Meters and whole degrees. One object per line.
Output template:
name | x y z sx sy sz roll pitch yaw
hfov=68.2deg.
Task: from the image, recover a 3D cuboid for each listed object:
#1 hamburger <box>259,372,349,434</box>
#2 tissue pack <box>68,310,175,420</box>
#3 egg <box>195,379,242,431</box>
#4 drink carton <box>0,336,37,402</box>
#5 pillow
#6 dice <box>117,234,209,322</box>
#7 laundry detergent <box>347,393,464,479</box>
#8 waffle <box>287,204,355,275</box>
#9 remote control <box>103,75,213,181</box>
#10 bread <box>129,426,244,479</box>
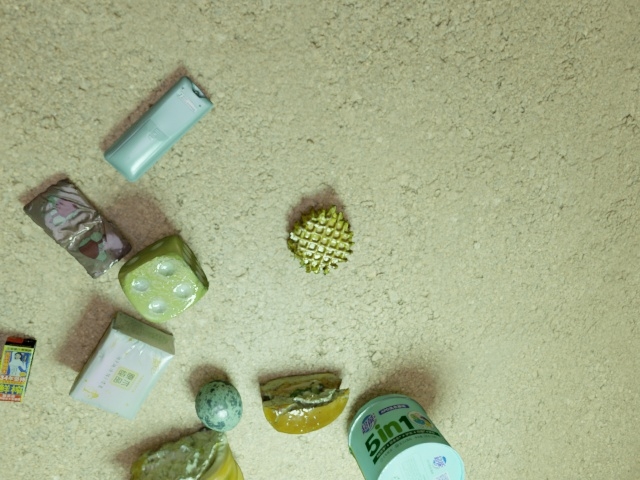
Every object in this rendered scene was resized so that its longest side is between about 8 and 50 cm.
hamburger | -0.046 0.517 1.464 0.283 0.144 0.156 -3 106 -17
tissue pack | -0.535 0.342 1.292 0.185 0.124 0.225 31 96 -23
egg | -0.295 0.491 1.396 0.132 0.132 0.172 -27 122 -6
drink carton | -0.810 0.342 1.255 0.071 0.056 0.165 14 101 -26
pillow | -0.613 -0.031 1.207 0.135 0.049 0.248 -41 107 -2
dice | -0.405 0.097 1.234 0.169 0.169 0.166 -31 111 -4
laundry detergent | 0.249 0.666 1.498 0.287 0.305 0.287 -4 106 -14
waffle | 0.000 0.000 1.372 0.197 0.070 0.193 -37 111 0
remote control | -0.408 -0.278 1.191 0.293 0.051 0.103 -45 111 -1
bread | -0.386 0.736 1.391 0.316 0.211 0.270 -15 109 -15
